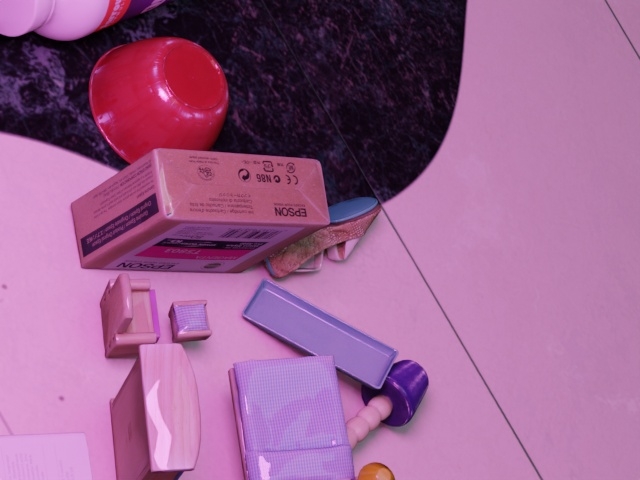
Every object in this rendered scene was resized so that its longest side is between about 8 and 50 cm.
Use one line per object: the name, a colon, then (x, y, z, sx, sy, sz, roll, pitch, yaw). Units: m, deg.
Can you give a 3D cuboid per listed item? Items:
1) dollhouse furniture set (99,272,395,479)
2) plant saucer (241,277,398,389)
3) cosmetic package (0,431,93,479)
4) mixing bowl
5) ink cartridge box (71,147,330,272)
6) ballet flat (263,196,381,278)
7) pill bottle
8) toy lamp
dollhouse furniture set: (-0.068, 0.160, 1.999, 0.303, 0.198, 0.286, -1, 68, -18)
plant saucer: (-0.002, 0.117, 2.212, 0.192, 0.018, 0.067, 29, 50, 2)
cosmetic package: (-0.366, 0.279, 1.747, 0.225, 0.224, 0.138, 1, 69, -38)
mixing bowl: (-0.179, -0.178, 2.205, 0.181, 0.098, 0.181, 17, 60, -32)
ink cartridge box: (-0.139, -0.031, 2.099, 0.235, 0.193, 0.088, 1, 70, -37)
ballet flat: (0.000, 0.000, 2.293, 0.206, 0.073, 0.067, -19, 109, -40)
pill bottle: (-0.263, -0.349, 2.165, 0.323, 0.181, 0.181, -31, 89, -43)
toy lamp: (0.038, 0.231, 2.191, 0.275, 0.080, 0.080, -36, 93, -43)
